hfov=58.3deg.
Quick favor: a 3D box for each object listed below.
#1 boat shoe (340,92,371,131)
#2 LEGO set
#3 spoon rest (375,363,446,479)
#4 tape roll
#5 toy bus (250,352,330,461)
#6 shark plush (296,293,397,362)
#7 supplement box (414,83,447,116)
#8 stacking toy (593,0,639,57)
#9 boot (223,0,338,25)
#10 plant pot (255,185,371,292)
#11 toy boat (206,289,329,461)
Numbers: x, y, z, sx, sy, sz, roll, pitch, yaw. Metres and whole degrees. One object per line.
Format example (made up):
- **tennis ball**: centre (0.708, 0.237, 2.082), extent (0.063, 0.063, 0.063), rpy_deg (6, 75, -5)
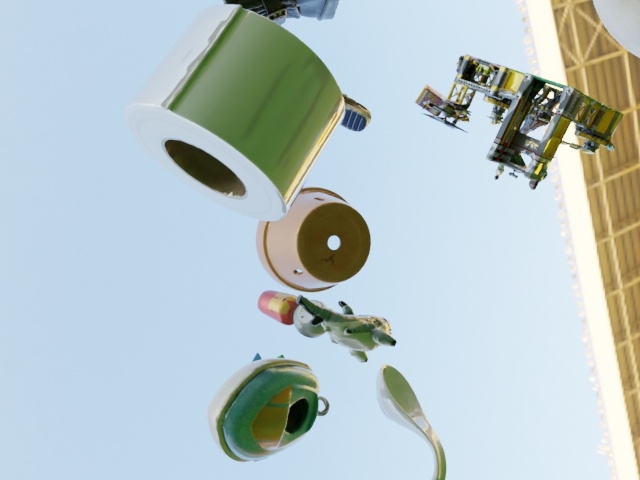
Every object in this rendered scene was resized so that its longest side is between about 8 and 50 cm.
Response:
- **boat shoe**: centre (0.032, -0.309, 1.314), extent (0.183, 0.066, 0.066), rpy_deg (32, -140, 6)
- **LEGO set**: centre (0.375, -0.212, 1.101), extent (0.255, 0.331, 0.192), rpy_deg (-2, -61, -52)
- **spoon rest**: centre (0.184, 0.373, 1.150), extent (0.137, 0.084, 0.276), rpy_deg (32, -147, -47)
- **tape roll**: centre (-0.112, -0.160, 0.771), extent (0.246, 0.246, 0.169), rpy_deg (40, -110, -31)
- **toy bus**: centre (-0.105, 0.365, 1.240), extent (0.191, 0.202, 0.104), rpy_deg (-43, -24, -14)
- **shark plush**: centre (0.032, 0.117, 0.808), extent (0.161, 0.073, 0.067), rpy_deg (18, -131, -16)
- **supplement box**: centre (0.325, -0.405, 1.663), extent (0.083, 0.055, 0.043), rpy_deg (35, -143, 1)
- **stacking toy**: centre (0.523, -0.484, 0.771), extent (0.350, 0.351, 0.479), rpy_deg (46, -142, -29)
- **boot**: centre (-0.088, -0.554, 1.205), extent (0.260, 0.348, 0.131), rpy_deg (-8, -100, -8)
- **plant pot**: centre (0.000, 0.000, 1.480), extent (0.291, 0.203, 0.290), rpy_deg (-1, -87, -22)
- **toy boat**: centre (-0.073, 0.251, 1.040), extent (0.268, 0.148, 0.318), rpy_deg (3, -80, -55)
